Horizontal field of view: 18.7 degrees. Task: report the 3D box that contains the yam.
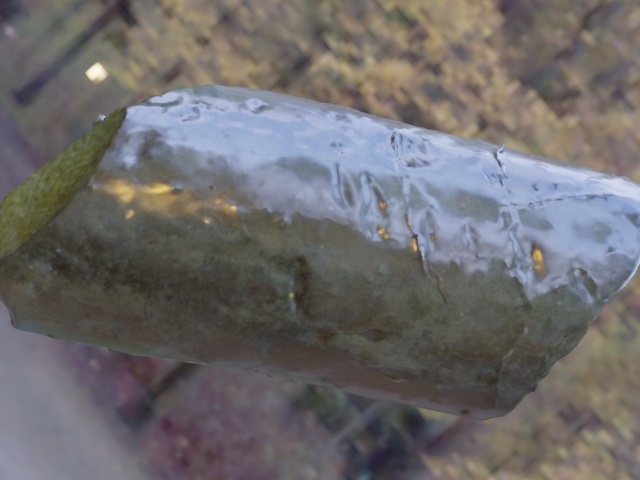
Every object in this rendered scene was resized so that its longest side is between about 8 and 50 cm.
[{"bbox_3d":[0.000,0.000,0.451,0.146,0.069,0.070,12,0,-5],"label":"yam"}]
